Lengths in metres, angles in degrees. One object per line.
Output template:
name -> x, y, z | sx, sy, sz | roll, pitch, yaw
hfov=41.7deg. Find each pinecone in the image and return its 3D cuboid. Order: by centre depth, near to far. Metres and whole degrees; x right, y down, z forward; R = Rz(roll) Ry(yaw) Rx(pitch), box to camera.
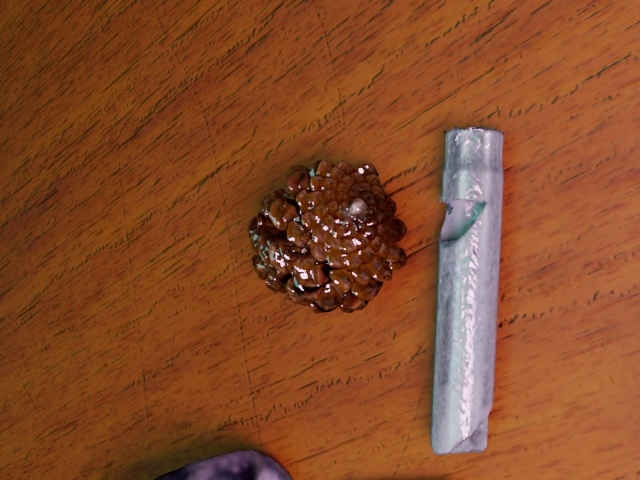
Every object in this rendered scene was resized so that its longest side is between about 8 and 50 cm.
pinecone -> 0.000, 0.000, 0.866 | 0.174, 0.174, 0.173 | -3, 85, 39

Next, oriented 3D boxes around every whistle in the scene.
whistle -> 0.141, 0.049, 0.806 | 0.062, 0.062, 0.312 | 1, 88, 39

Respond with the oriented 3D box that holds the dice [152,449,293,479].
dice -> -0.122, 0.346, 0.922 | 0.182, 0.181, 0.183 | -39, 64, 28
